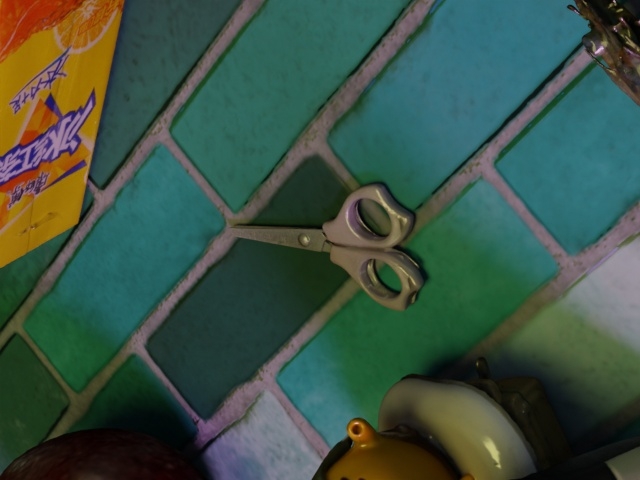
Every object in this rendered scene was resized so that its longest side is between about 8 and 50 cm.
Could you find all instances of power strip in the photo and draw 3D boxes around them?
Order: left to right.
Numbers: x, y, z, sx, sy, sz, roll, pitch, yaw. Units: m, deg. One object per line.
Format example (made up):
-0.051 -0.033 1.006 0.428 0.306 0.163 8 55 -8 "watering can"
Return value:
0.177 0.217 1.314 0.064 0.044 0.305 -15 105 47 "power strip"

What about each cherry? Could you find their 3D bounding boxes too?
-0.187 0.273 1.563 0.300 0.203 0.230 15 131 46 "cherry"

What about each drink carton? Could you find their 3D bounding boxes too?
-0.250 -0.136 1.407 0.111 0.154 0.351 38 134 20 "drink carton"

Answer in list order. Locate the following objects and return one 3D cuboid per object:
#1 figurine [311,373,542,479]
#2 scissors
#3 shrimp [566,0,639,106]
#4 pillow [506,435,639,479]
0.054 0.208 1.302 0.166 0.141 0.250 48 153 22 "figurine"
0.000 0.000 1.367 0.189 0.015 0.100 7 117 42 "scissors"
0.248 -0.108 1.052 0.217 0.051 0.150 36 131 11 "shrimp"
0.164 0.216 1.193 0.106 0.249 0.186 45 141 51 "pillow"
